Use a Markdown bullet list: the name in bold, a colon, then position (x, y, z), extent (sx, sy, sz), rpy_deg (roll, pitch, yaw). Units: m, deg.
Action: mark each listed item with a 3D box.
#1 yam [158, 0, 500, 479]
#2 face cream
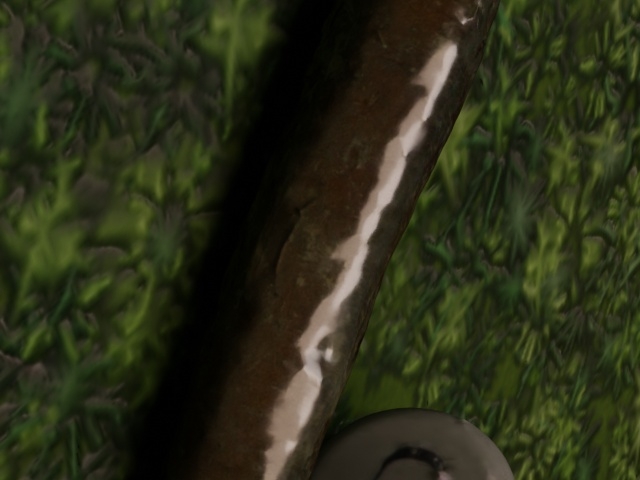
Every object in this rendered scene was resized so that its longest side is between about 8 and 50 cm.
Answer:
- **yam**: position (0.000, 0.000, 0.549), extent (0.061, 0.061, 0.274), rpy_deg (28, 82, -55)
- **face cream**: position (0.058, 0.180, 0.687), extent (0.143, 0.089, 0.314), rpy_deg (-55, 149, -26)
